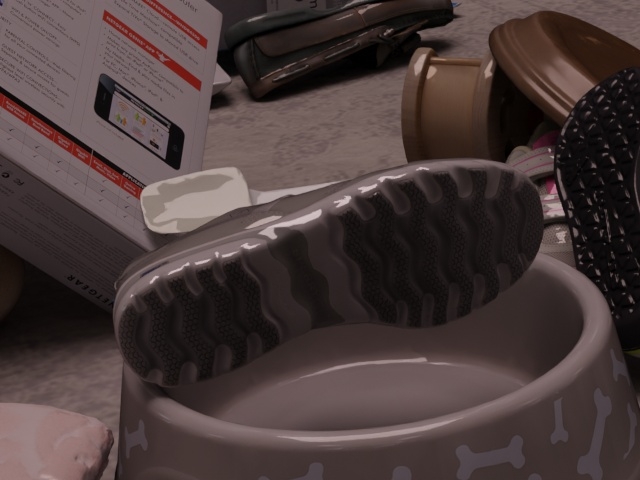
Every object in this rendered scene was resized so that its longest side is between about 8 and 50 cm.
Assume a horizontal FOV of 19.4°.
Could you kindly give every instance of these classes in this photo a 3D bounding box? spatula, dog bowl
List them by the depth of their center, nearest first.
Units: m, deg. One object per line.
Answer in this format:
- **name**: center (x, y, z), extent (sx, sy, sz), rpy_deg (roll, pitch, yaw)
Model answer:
- **dog bowl**: center (0.033, 0.097, 1.189), extent (0.349, 0.102, 0.349), rpy_deg (-5, 21, 2)
- **spatula**: center (-0.004, 0.010, 1.409), extent (0.242, 0.019, 0.168), rpy_deg (-9, 57, -11)

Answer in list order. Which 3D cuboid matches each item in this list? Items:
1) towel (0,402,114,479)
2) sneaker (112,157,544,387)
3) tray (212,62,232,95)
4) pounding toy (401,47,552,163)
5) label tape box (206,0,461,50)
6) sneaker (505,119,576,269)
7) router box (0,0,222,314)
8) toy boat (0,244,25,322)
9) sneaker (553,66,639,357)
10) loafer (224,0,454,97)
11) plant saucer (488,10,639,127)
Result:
- **towel**: center (-0.314, 0.194, 1.089), extent (0.317, 0.053, 0.332), rpy_deg (1, 27, 12)
- **sneaker**: center (0.000, 0.000, 1.160), extent (0.281, 0.105, 0.115), rpy_deg (-13, 23, -13)
- **tray**: center (-0.236, -0.150, 1.977), extent (0.270, 0.030, 0.145), rpy_deg (-12, 22, -12)
- **pounding toy**: center (0.104, -0.098, 1.578), extent (0.155, 0.154, 0.269), rpy_deg (5, 24, 27)
- **label tape box**: center (-0.048, -0.308, 2.172), extent (0.347, 0.115, 0.249), rpy_deg (-13, 21, -26)
- **sneaker**: center (0.178, -0.021, 1.423), extent (0.103, 0.111, 0.252), rpy_deg (-5, 22, 6)
- **router box**: center (-0.234, -0.147, 1.460), extent (0.082, 0.335, 0.301), rpy_deg (-31, 37, 34)
- **toy boat**: center (-0.356, 0.033, 1.457), extent (0.231, 0.151, 0.151), rpy_deg (-24, -3, -37)
- **sneaker**: center (0.224, -0.009, 1.315), extent (0.084, 0.097, 0.235), rpy_deg (-23, 50, 37)
- **loafer**: center (0.028, -0.210, 2.012), extent (0.267, 0.084, 0.096), rpy_deg (-13, -9, -24)
- **plant saucer**: center (0.259, -0.101, 1.487), extent (0.278, 0.041, 0.278), rpy_deg (29, 20, -12)
